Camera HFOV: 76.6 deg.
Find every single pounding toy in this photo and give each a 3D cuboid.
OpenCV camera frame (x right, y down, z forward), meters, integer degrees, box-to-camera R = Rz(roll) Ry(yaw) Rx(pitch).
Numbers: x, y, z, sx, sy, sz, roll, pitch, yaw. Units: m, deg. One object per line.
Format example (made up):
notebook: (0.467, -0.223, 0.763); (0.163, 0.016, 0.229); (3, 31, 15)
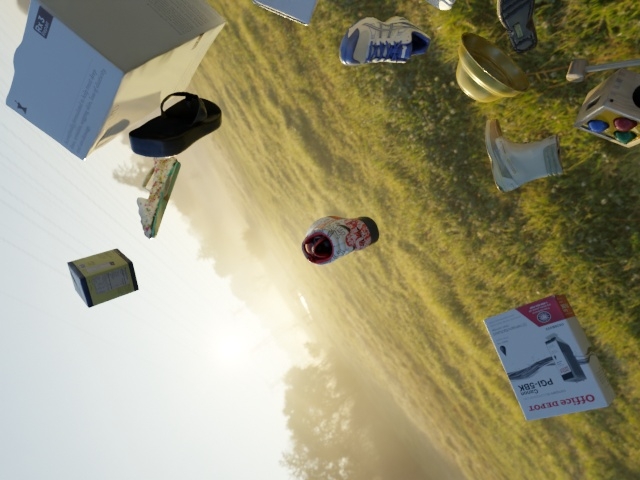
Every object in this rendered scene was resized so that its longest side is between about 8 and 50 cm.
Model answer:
pounding toy: (0.580, -0.278, 0.805); (0.205, 0.094, 0.181); (24, -179, 8)

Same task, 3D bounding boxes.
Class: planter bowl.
planter bowl: (0.417, -0.421, 1.036); (0.217, 0.217, 0.090); (54, 139, 14)

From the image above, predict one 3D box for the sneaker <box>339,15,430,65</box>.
sneaker: (0.186, -0.545, 1.119); (0.131, 0.296, 0.112); (42, 148, 27)

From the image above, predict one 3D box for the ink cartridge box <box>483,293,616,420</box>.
ink cartridge box: (0.290, 0.149, 0.522); (0.056, 0.099, 0.135); (6, -121, -47)

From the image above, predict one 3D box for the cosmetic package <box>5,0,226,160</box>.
cosmetic package: (-0.357, -0.345, 0.758); (0.156, 0.217, 0.385); (38, -140, -17)

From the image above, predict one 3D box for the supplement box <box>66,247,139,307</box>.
supplement box: (-0.372, 0.061, 0.696); (0.083, 0.083, 0.056); (23, 124, 42)

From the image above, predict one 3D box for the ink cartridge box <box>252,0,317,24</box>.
ink cartridge box: (-0.027, -0.629, 0.844); (0.226, 0.131, 0.306); (119, 165, -47)

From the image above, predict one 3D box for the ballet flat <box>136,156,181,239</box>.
ballet flat: (-0.444, -0.120, 1.086); (0.077, 0.241, 0.091); (14, 160, -7)

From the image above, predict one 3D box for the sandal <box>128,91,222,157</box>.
sandal: (-0.216, -0.197, 0.642); (0.255, 0.097, 0.055); (-92, 7, -60)

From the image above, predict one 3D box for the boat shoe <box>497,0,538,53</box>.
boat shoe: (0.402, -0.476, 0.833); (0.190, 0.068, 0.072); (35, -126, -53)

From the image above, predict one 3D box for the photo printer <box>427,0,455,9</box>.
photo printer: (0.269, -0.738, 0.912); (0.255, 0.308, 0.107); (19, -160, -20)

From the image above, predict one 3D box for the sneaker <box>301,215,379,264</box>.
sneaker: (0.000, -0.001, 0.968); (0.270, 0.144, 0.090); (-4, 104, 56)

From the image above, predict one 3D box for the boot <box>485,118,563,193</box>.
boot: (0.529, -0.246, 1.060); (0.077, 0.165, 0.213); (13, -114, -47)
